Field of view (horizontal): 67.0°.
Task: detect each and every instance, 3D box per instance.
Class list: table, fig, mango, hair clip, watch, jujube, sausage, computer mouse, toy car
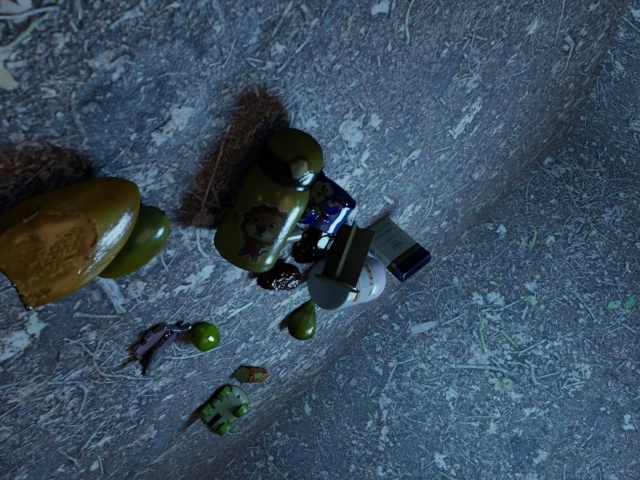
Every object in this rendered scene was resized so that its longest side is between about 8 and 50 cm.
[{"bbox_3d":[0.095,0.053,1.704,0.167,0.167,0.226,50,59,-67],"label":"table"},{"bbox_3d":[-0.080,0.340,2.098,0.127,0.184,0.133,-4,161,5],"label":"fig"},{"bbox_3d":[-0.386,0.003,1.002,0.191,0.085,0.122,-44,170,27],"label":"mango"},{"bbox_3d":[-0.483,0.312,1.427,0.187,0.056,0.146,-56,155,6],"label":"hair clip"},{"bbox_3d":[0.006,-0.108,1.321,0.171,0.196,0.200,-43,152,24],"label":"watch"},{"bbox_3d":[-0.426,-0.013,0.838,0.257,0.138,0.187,-36,138,-28],"label":"mango"},{"bbox_3d":[-0.369,0.322,1.587,0.091,0.074,0.165,-43,158,-7],"label":"mango"},{"bbox_3d":[-0.131,0.122,1.604,0.166,0.104,0.104,-9,139,-53],"label":"jujube"},{"bbox_3d":[-0.302,0.613,2.214,0.083,0.083,0.264,-44,159,1],"label":"sausage"},{"bbox_3d":[0.000,0.000,1.641,0.241,0.077,0.147,-52,158,19],"label":"computer mouse"},{"bbox_3d":[-0.424,0.752,2.206,0.235,0.145,0.235,-45,177,-3],"label":"toy car"}]

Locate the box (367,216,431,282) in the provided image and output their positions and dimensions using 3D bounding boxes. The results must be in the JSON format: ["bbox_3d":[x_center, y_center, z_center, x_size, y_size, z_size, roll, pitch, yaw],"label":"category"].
[{"bbox_3d":[0.301,0.034,1.960,0.168,0.259,0.071,-32,152,-24],"label":"box"}]

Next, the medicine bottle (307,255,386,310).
[{"bbox_3d":[0.111,0.163,1.944,0.202,0.202,0.316,-53,156,22],"label":"medicine bottle"}]

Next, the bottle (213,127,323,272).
[{"bbox_3d":[-0.118,-0.103,1.154,0.172,0.171,0.351,-12,140,-52],"label":"bottle"}]

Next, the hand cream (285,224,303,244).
[{"bbox_3d":[-0.132,-0.005,1.452,0.186,0.054,0.087,-20,153,-32],"label":"hand cream"}]
